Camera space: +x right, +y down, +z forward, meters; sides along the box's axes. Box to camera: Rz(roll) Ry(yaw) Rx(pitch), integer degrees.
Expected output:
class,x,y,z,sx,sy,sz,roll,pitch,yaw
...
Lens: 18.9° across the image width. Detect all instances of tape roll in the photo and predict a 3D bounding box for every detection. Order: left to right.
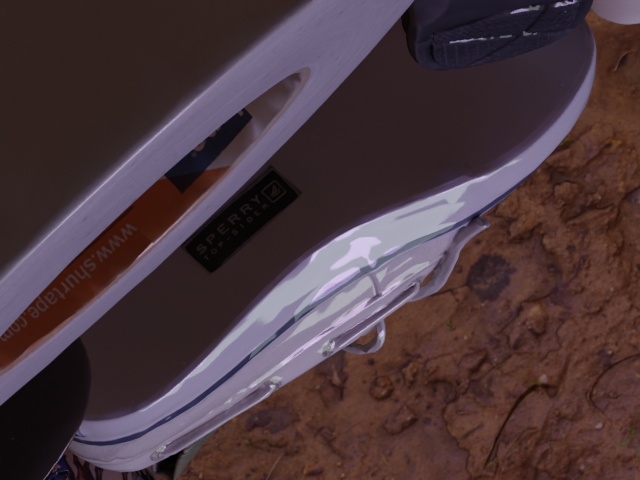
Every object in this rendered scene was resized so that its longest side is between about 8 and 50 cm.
class,x,y,z,sx,sy,sz,roll,pitch,yaw
tape roll,-0.068,-0.027,0.471,0.219,0.072,0.219,-44,177,-3

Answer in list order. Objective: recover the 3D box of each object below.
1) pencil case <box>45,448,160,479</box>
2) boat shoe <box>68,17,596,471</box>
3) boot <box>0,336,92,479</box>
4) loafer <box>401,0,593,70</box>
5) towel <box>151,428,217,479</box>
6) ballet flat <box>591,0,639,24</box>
class,x,y,z,sx,sy,sz,roll,pitch,yaw
pencil case,-0.311,0.326,1.612,0.410,0.160,0.183,-44,-157,11
boat shoe,0.005,0.007,1.069,0.367,0.136,0.156,-40,156,-14
boot,-0.214,0.142,0.773,0.305,0.112,0.115,-45,-171,-11
loafer,0.068,-0.149,0.725,0.109,0.095,0.302,-13,169,-6
towel,-0.017,0.008,1.493,0.324,0.056,0.312,-48,170,-37
ballet flat,0.249,-0.273,1.077,0.400,0.139,0.139,-44,178,36
